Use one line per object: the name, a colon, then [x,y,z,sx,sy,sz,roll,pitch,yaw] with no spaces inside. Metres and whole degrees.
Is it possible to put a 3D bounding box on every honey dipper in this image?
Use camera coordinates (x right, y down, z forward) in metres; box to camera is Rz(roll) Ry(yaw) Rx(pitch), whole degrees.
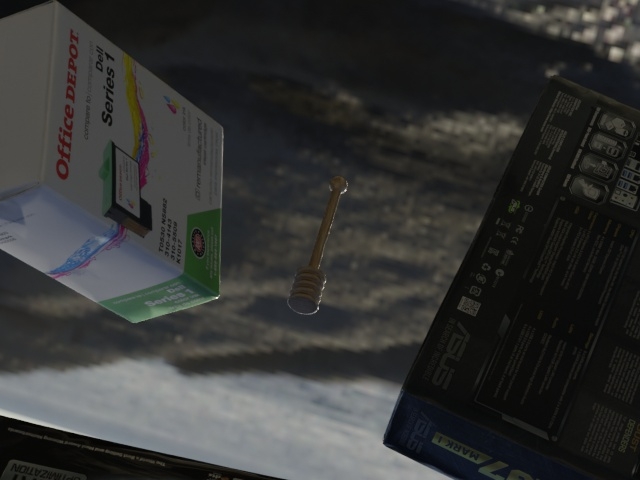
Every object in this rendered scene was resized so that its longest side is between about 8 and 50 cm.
honey dipper: [0.000,0.000,1.641,0.030,0.160,0.030,9,141,8]

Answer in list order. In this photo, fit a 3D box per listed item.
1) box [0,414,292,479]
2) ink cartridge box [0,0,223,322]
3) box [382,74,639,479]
box: [-0.147,0.267,1.319,0.307,0.076,0.242,12,-146,5]
ink cartridge box: [-0.217,-0.070,1.635,0.117,0.201,0.278,-16,149,28]
box: [0.158,0.041,0.866,0.183,0.232,0.059,23,144,6]
